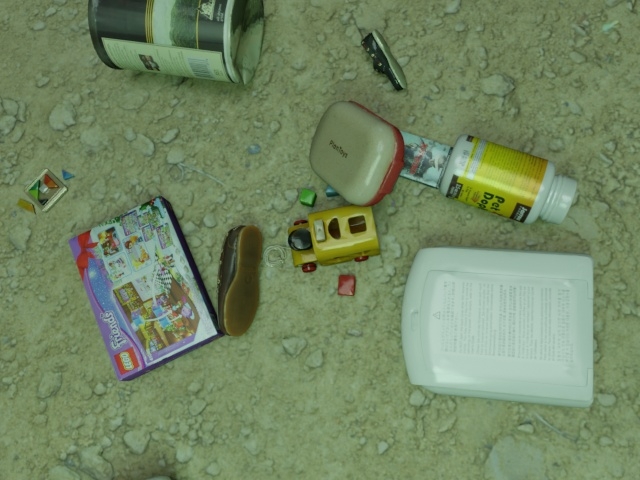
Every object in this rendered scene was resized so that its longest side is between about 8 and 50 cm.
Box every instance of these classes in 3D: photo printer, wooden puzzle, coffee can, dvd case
[{"bbox_3d":[0.291,0.138,1.012,0.307,0.107,0.256,3,78,9],"label":"photo printer"},{"bbox_3d":[-0.563,-0.102,1.225,0.078,0.014,0.116,34,84,13],"label":"wooden puzzle"},{"bbox_3d":[-0.269,-0.418,1.159,0.275,0.201,0.201,9,79,9],"label":"coffee can"},{"bbox_3d":[0.182,-0.155,1.138,0.119,0.013,0.087,21,81,11],"label":"dvd case"}]

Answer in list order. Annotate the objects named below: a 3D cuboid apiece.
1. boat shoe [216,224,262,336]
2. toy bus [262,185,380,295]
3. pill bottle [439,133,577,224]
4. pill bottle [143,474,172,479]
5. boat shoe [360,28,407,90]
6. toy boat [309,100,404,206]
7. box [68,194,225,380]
[{"bbox_3d":[-0.155,0.074,1.110,0.073,0.073,0.207,-6,70,45],"label":"boat shoe"},{"bbox_3d":[0.011,-0.008,1.082,0.191,0.104,0.202,32,83,13],"label":"toy bus"},{"bbox_3d":[0.327,-0.101,1.054,0.215,0.117,0.117,20,81,12],"label":"pill bottle"},{"bbox_3d":[-0.274,0.534,0.966,0.153,0.153,0.265,-26,70,1],"label":"pill bottle"},{"bbox_3d":[0.125,-0.346,1.174,0.042,0.049,0.133,-33,81,28],"label":"boat shoe"},{"bbox_3d":[0.086,-0.154,1.079,0.231,0.151,0.151,47,119,47],"label":"toy boat"},{"bbox_3d":[-0.329,0.088,1.130,0.201,0.057,0.293,-25,76,1],"label":"box"}]
